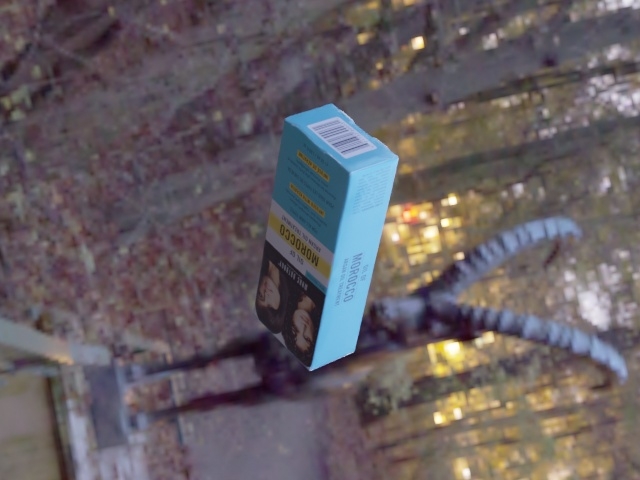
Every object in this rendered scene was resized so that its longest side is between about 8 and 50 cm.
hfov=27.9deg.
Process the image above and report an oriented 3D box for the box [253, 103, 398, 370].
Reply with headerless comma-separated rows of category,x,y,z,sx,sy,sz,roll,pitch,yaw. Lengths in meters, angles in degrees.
box,0.000,0.000,1.231,0.100,0.060,0.244,42,-43,34
